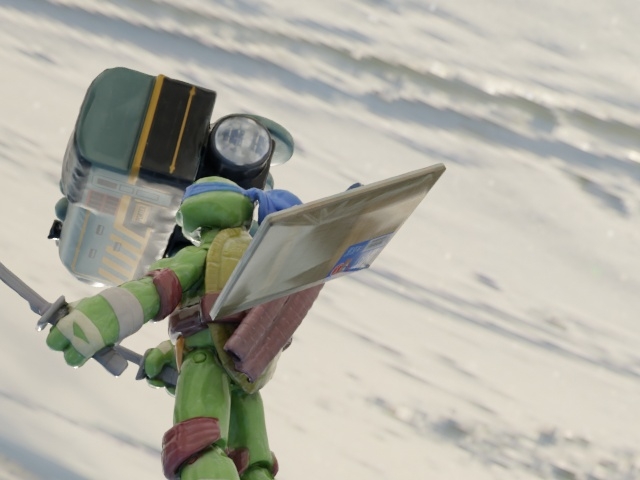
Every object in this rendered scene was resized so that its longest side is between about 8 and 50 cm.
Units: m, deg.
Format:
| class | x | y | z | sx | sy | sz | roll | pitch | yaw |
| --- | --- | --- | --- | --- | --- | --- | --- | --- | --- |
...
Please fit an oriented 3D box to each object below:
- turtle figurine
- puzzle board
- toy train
| class | x | y | z | sx | sy | sz | roll | pitch | yaw |
| --- | --- | --- | --- | --- | --- | --- | --- | --- | --- |
| turtle figurine | -0.117 | 0.100 | 1.073 | 0.275 | 0.266 | 0.198 | -6 | 155 | -16 |
| puzzle board | 0.000 | 0.000 | 0.811 | 0.011 | 0.096 | 0.128 | 65 | 156 | 15 |
| toy train | -0.143 | -0.032 | 1.455 | 0.190 | 0.142 | 0.334 | 18 | 154 | -8 |
